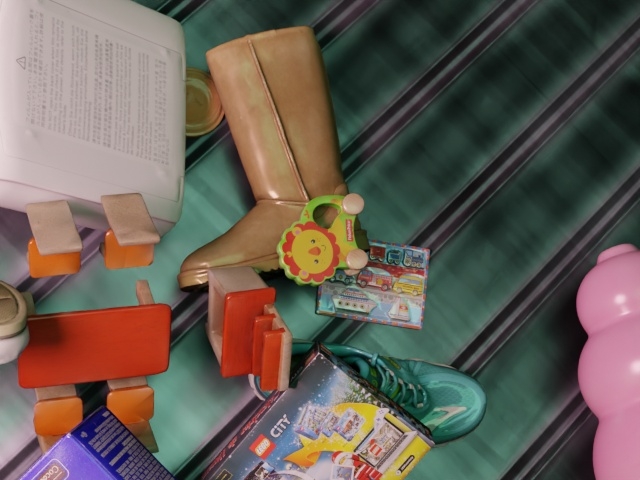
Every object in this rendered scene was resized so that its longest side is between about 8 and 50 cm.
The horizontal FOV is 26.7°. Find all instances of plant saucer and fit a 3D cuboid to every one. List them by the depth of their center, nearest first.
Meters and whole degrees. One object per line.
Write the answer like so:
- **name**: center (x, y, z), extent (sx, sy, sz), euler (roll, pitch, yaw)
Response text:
- **plant saucer**: center (-0.150, -0.159, 1.550), extent (0.083, 0.013, 0.084), euler (3, 77, -14)

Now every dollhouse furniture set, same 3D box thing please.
- **dollhouse furniture set**: center (-0.172, 0.099, 1.348), extent (0.259, 0.135, 0.262), euler (-6, 120, -19)

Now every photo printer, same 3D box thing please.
- **photo printer**: center (-0.271, -0.147, 1.383), extent (0.307, 0.107, 0.256), euler (14, 71, -53)

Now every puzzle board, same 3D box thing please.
- **puzzle board**: center (0.062, 0.046, 1.559), extent (0.128, 0.011, 0.096), euler (9, 75, -12)

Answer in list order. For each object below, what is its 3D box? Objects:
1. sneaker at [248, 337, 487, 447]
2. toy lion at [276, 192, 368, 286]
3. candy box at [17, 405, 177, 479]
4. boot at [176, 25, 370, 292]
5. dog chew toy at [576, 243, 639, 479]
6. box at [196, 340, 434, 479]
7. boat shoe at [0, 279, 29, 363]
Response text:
- **sneaker**: center (0.057, 0.167, 1.478), extent (0.275, 0.110, 0.107), euler (10, 75, -13)
- **toy lion**: center (0.000, 0.000, 1.459), extent (0.096, 0.034, 0.100), euler (1, 75, -14)
- **candy box**: center (-0.202, 0.367, 1.301), extent (0.268, 0.122, 0.317), euler (-44, 89, 13)
- **boot**: center (-0.080, -0.090, 1.516), extent (0.236, 0.089, 0.270), euler (-13, 81, -23)
- **dog chew toy**: center (0.386, 0.164, 1.526), extent (0.206, 0.206, 0.332), euler (-10, 72, -16)
- **box**: center (-0.016, 0.243, 1.415), extent (0.159, 0.044, 0.233), euler (39, 98, -10)
- **boat shoe**: center (-0.381, 0.086, 1.310), extent (0.113, 0.302, 0.103), euler (-7, 105, -43)
